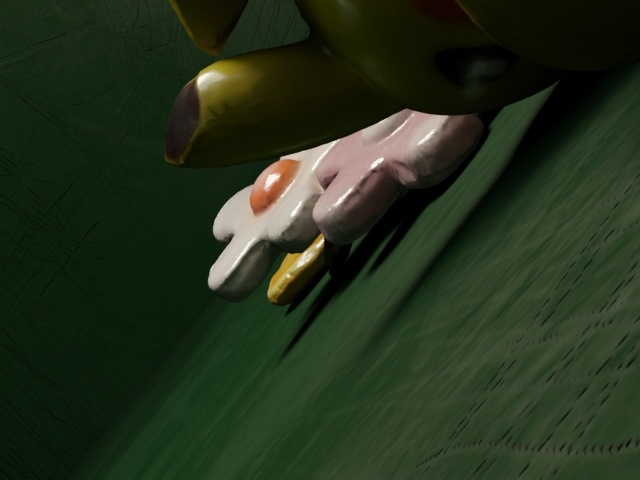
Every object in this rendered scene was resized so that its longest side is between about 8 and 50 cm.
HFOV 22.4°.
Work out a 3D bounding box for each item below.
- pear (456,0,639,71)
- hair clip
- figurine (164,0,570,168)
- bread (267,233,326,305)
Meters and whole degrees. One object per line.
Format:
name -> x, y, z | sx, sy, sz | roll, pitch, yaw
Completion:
pear -> 0.076, -0.131, 0.425 | 0.162, 0.149, 0.149 | -56, 3, 10
hair clip -> 0.019, -0.034, 0.877 | 0.146, 0.075, 0.257 | -49, 6, -31
figurine -> 0.032, -0.160, 0.594 | 0.218, 0.169, 0.326 | -29, -50, -22
bread -> 0.000, 0.000, 1.088 | 0.110, 0.024, 0.110 | -51, 3, 3
